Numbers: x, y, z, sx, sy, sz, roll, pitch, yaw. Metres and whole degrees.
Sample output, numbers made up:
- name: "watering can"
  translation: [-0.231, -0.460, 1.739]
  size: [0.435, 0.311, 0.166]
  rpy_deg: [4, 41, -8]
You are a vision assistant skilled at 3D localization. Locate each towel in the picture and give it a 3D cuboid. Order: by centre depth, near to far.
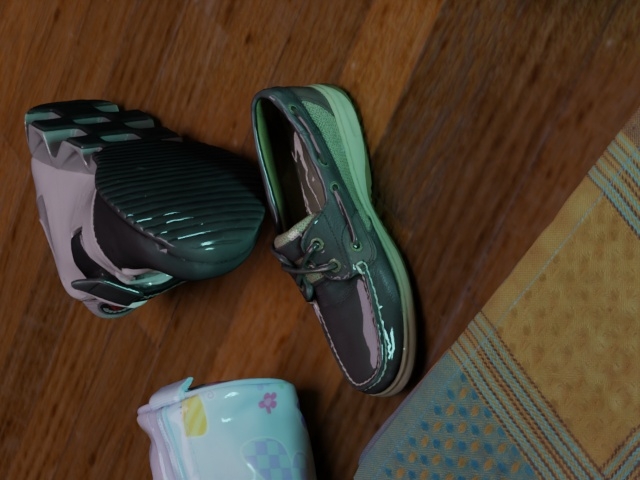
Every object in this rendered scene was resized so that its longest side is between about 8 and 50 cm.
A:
- name: "towel"
  translation: [0.178, 0.115, 0.958]
  size: [0.370, 0.040, 0.271]
  rpy_deg: [-56, 52, 33]

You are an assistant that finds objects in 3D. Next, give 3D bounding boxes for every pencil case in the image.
- name: "pencil case"
  translation: [-0.052, 0.230, 1.171]
  size: [0.113, 0.124, 0.273]
  rpy_deg: [-24, 72, 49]

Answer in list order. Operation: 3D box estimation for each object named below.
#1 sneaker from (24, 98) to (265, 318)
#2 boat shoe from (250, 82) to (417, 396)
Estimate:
- name: "sneaker"
  translation: [-0.130, -0.002, 1.270]
  size: [0.330, 0.122, 0.146]
  rpy_deg: [-146, 54, -61]
- name: "boat shoe"
  translation: [0.000, -0.001, 1.141]
  size: [0.080, 0.073, 0.224]
  rpy_deg: [-32, 66, 46]
